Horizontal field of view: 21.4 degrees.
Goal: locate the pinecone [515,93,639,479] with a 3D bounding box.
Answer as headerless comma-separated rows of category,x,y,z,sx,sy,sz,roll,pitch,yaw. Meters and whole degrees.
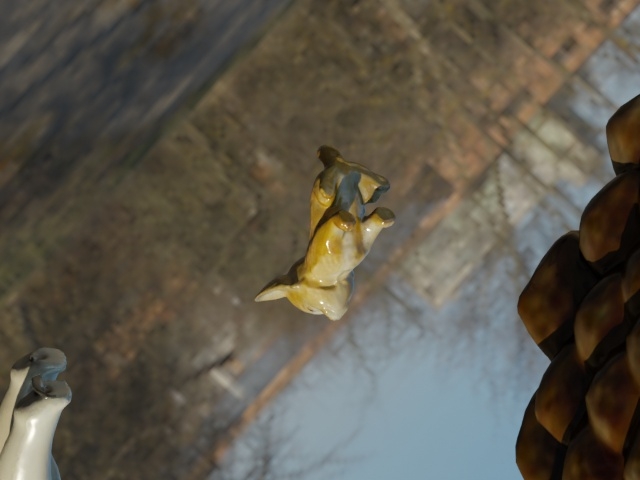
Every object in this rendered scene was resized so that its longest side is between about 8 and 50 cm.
pinecone,0.198,0.043,0.456,0.264,0.264,0.264,-48,-178,2

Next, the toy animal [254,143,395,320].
toy animal,0.000,0.000,0.912,0.060,0.081,0.083,-8,146,-40

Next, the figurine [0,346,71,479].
figurine,-0.073,0.075,0.365,0.064,0.047,0.109,-118,-141,-66
